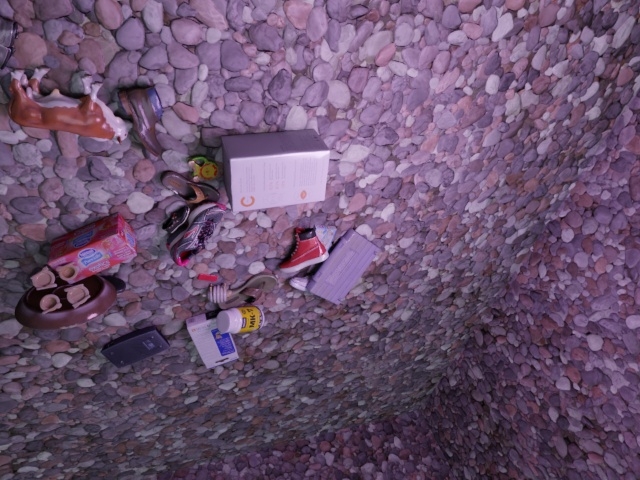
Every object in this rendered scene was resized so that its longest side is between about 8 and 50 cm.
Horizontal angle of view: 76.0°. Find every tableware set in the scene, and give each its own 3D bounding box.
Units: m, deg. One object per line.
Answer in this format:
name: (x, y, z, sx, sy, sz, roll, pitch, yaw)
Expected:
tableware set: (-0.853, 0.153, 1.344, 0.141, 0.169, 0.020, -23, 171, -23)

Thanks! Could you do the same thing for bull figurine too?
bull figurine: (-0.694, -0.371, 1.153, 0.310, 0.101, 0.189, -1, 126, -28)

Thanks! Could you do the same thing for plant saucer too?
plant saucer: (-0.883, 0.194, 1.429, 0.310, 0.311, 0.050, -6, 121, -20)

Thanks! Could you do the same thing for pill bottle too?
pill bottle: (-0.374, 0.371, 1.915, 0.208, 0.119, 0.119, 6, 129, -53)

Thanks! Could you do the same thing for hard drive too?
hard drive: (-0.844, 0.485, 1.881, 0.254, 0.054, 0.172, -22, 135, -6)

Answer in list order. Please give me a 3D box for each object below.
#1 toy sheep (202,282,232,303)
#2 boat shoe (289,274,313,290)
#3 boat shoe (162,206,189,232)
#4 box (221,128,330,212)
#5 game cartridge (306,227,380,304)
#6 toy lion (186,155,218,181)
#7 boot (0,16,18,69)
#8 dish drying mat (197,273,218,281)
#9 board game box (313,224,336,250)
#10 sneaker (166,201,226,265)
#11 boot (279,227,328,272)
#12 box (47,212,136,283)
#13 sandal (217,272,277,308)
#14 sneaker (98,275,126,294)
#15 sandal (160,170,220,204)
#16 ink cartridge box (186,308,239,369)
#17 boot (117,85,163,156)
toy sheep: (-0.458, 0.237, 1.822, 0.132, 0.091, 0.091, -1, 131, -6)
boat shoe: (-0.053, 0.199, 1.992, 0.226, 0.083, 0.076, 17, 105, -44)
boat shoe: (-0.537, -0.079, 1.522, 0.133, 0.049, 0.042, -41, 142, 19)
box: (-0.162, -0.252, 1.459, 0.345, 0.168, 0.215, -9, 133, -19)
game cartridge: (0.109, 0.128, 1.964, 0.230, 0.068, 0.355, 33, 97, -37)
toy lion: (-0.410, -0.254, 1.441, 0.096, 0.034, 0.100, -21, 135, -16)
boot: (-0.865, -0.465, 1.005, 0.246, 0.083, 0.161, -45, 138, 19)
dish drying mat: (-0.491, 0.162, 1.789, 0.083, 0.008, 0.032, 11, 123, -31)
board game box: (0.000, 0.000, 1.861, 0.103, 0.026, 0.154, 3, 128, -27)
sneaker: (-0.454, -0.026, 1.548, 0.299, 0.112, 0.120, -44, 147, 18)
boot: (-0.107, 0.036, 1.819, 0.244, 0.088, 0.176, -23, 110, 22)
box: (-0.794, 0.026, 1.441, 0.256, 0.128, 0.123, -23, 135, -3)
sandal: (-0.328, 0.251, 1.890, 0.302, 0.086, 0.120, -29, 135, 2)
sneaker: (-0.897, 0.221, 1.597, 0.269, 0.090, 0.145, -3, 131, -18)
sandal: (-0.461, -0.176, 1.462, 0.219, 0.060, 0.090, 28, 114, -41)
ink cartridge box: (-0.527, 0.493, 2.031, 0.175, 0.069, 0.371, -16, 132, -12)
boot: (-0.514, -0.364, 1.255, 0.106, 0.082, 0.219, -20, 133, -3)
